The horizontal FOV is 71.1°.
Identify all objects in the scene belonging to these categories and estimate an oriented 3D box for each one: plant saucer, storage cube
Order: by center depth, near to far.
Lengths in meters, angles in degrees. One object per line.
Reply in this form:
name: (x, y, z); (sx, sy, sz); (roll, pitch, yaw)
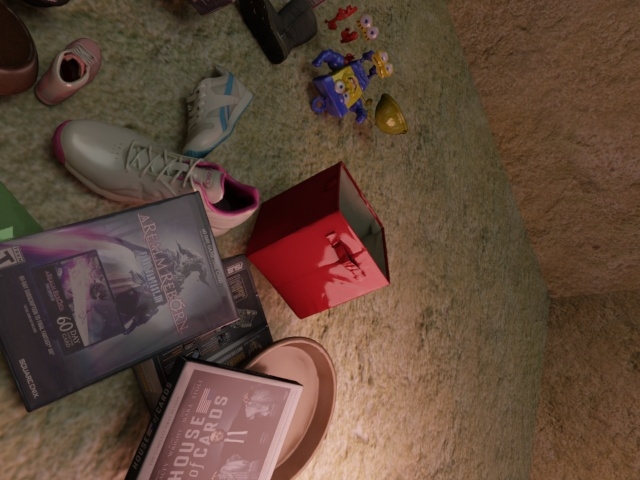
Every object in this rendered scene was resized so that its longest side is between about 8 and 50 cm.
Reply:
plant saucer: (-0.413, -0.255, 0.530); (0.168, 0.029, 0.168); (46, 28, -34)
plant saucer: (-0.077, 0.294, 0.757); (0.278, 0.041, 0.277); (-12, 107, -46)
storage cube: (0.000, 0.000, 0.845); (0.183, 0.193, 0.215); (54, 24, -28)

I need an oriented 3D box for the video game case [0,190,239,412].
video game case: (-0.257, 0.064, 0.576); (0.274, 0.026, 0.196); (-21, 100, -30)

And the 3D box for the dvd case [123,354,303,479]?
dvd case: (-0.137, 0.273, 0.639); (0.239, 0.030, 0.179); (31, 75, -46)

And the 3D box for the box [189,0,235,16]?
box: (-0.249, -0.633, 0.716); (0.395, 0.097, 0.318); (44, 51, -47)

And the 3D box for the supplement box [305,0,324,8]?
supplement box: (0.021, -0.698, 1.114); (0.114, 0.220, 0.111); (26, 60, -47)

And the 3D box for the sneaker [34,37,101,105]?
sneaker: (-0.339, -0.248, 0.629); (0.051, 0.070, 0.134); (44, 47, -33)

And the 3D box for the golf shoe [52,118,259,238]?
golf shoe: (-0.225, -0.101, 0.674); (0.306, 0.140, 0.115); (26, 61, -44)

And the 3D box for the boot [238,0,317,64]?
boot: (-0.087, -0.528, 1.040); (0.208, 0.076, 0.189); (-58, 138, -36)

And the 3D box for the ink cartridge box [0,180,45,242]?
ink cartridge box: (-0.429, -0.062, 0.468); (0.235, 0.056, 0.171); (57, 40, -21)

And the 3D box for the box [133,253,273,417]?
box: (-0.187, 0.139, 0.712); (0.231, 0.056, 0.183); (-25, 100, -52)

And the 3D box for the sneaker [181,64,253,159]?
sneaker: (-0.201, -0.223, 0.797); (0.092, 0.087, 0.228); (42, 41, -27)

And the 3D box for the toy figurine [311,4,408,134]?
toy figurine: (0.060, -0.383, 1.177); (0.217, 0.191, 0.362); (-43, 124, -17)

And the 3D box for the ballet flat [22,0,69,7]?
ballet flat: (-0.438, -0.365, 0.516); (0.280, 0.096, 0.095); (27, 71, -49)
